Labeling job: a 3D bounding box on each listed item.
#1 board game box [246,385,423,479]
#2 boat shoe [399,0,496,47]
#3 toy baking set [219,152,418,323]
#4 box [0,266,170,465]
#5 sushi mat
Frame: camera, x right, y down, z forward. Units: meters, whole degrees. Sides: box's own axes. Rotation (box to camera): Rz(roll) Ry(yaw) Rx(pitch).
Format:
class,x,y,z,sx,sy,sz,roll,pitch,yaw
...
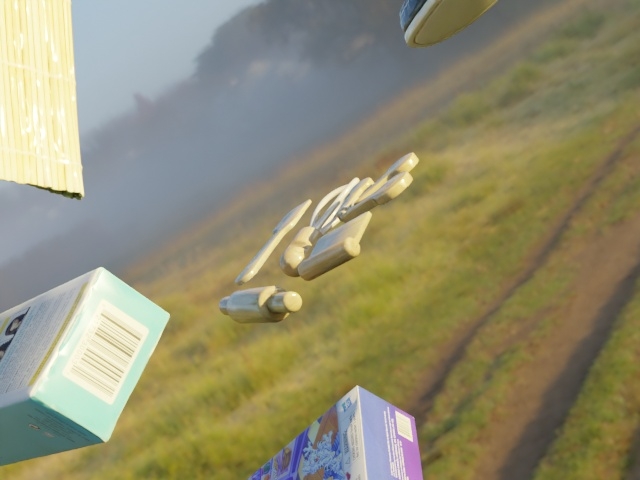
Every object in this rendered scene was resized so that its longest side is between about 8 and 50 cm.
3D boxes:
class,x,y,z,sx,sy,sz,roll,pitch,yaw
board game box,-0.002,0.334,1.166,0.233,0.078,0.347,-44,29,27
boat shoe,0.139,-0.275,1.124,0.095,0.079,0.254,-19,-25,-41
toy baking set,-0.004,0.004,1.115,0.197,0.030,0.256,-44,12,-24
box,-0.205,0.098,0.904,0.244,0.060,0.100,-21,38,52
sushi mat,-0.236,-0.191,0.918,0.019,0.317,0.151,-17,-17,40
